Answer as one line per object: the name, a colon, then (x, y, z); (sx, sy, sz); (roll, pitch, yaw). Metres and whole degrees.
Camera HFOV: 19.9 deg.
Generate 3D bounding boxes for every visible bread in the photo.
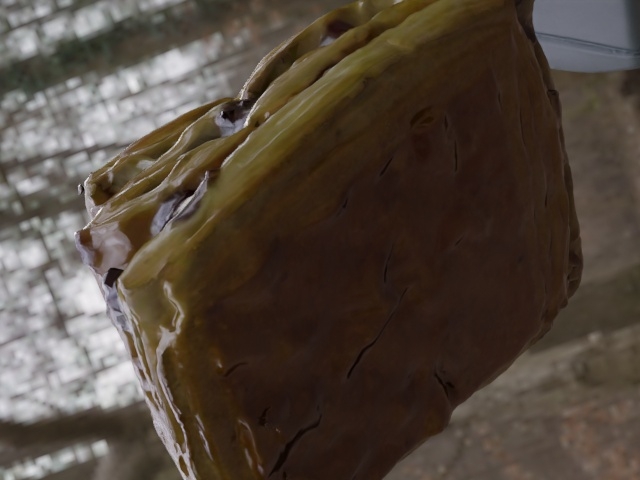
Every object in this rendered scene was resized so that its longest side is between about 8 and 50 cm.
bread: (0.000, 0.000, 1.053); (0.167, 0.324, 0.277); (26, 146, 36)

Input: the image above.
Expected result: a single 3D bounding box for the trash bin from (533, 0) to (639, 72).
trash bin: (0.184, -0.220, 1.419); (0.236, 0.177, 0.101); (57, -130, -66)
